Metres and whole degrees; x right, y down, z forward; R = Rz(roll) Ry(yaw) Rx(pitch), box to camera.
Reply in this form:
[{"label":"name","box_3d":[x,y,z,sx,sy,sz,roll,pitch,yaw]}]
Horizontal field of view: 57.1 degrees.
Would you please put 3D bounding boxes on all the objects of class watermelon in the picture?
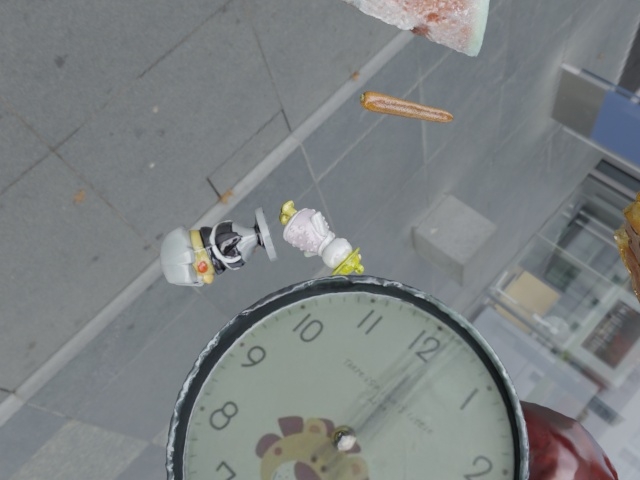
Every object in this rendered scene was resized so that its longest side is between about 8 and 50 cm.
[{"label":"watermelon","box_3d":[0.119,-0.370,0.853,0.201,0.213,0.261,-36,137,-6]}]

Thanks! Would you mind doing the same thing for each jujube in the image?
[{"label":"jujube","box_3d":[0.349,0.426,0.968,0.276,0.276,0.377,-44,127,-13]}]

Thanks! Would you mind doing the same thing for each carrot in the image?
[{"label":"carrot","box_3d":[0.197,-0.294,1.314,0.248,0.043,0.043,5,126,-25]}]

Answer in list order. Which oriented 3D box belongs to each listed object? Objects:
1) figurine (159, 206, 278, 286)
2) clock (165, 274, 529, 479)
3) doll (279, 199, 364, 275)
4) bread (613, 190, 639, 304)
[{"label":"figurine","box_3d":[-0.218,0.018,1.243,0.236,0.133,0.176,-17,171,-5]},{"label":"clock","box_3d":[0.020,0.173,0.504,0.312,0.313,0.061,-42,151,-17]},{"label":"doll","box_3d":[0.000,0.000,1.130,0.081,0.207,0.129,-40,158,-34]},{"label":"bread","box_3d":[0.521,0.053,0.783,0.195,0.344,0.149,-20,-166,8]}]
